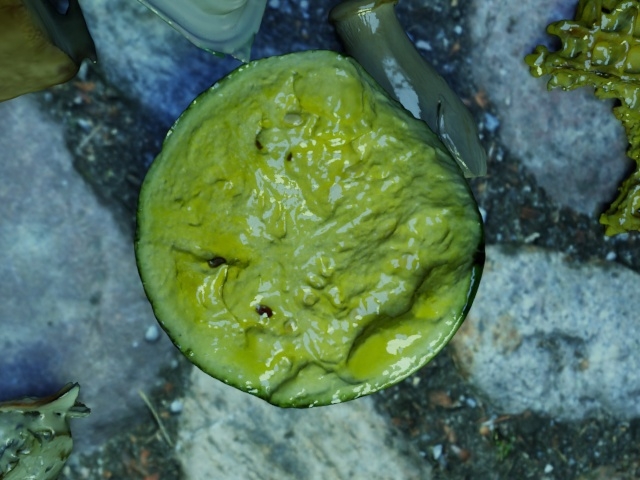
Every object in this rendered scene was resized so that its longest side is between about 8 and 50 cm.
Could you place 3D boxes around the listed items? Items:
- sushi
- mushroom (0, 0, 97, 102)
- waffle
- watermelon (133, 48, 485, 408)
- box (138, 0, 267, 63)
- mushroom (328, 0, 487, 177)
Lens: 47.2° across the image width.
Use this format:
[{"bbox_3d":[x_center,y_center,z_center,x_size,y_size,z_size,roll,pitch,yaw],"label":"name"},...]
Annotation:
[{"bbox_3d":[-0.342,0.236,0.728,0.109,0.134,0.272,29,96,15],"label":"sushi"},{"bbox_3d":[-0.430,-0.207,0.586,0.398,0.313,0.224,-17,93,-4],"label":"mushroom"},{"bbox_3d":[0.401,-0.168,0.865,0.260,0.069,0.293,-32,101,-6],"label":"waffle"},{"bbox_3d":[0.000,0.000,0.728,0.331,0.189,0.330,-3,81,22],"label":"watermelon"},{"bbox_3d":[-0.091,-0.356,0.621,0.264,0.106,0.336,30,62,-40],"label":"box"},{"bbox_3d":[0.093,-0.153,0.789,0.108,0.096,0.247,-34,99,0],"label":"mushroom"}]
